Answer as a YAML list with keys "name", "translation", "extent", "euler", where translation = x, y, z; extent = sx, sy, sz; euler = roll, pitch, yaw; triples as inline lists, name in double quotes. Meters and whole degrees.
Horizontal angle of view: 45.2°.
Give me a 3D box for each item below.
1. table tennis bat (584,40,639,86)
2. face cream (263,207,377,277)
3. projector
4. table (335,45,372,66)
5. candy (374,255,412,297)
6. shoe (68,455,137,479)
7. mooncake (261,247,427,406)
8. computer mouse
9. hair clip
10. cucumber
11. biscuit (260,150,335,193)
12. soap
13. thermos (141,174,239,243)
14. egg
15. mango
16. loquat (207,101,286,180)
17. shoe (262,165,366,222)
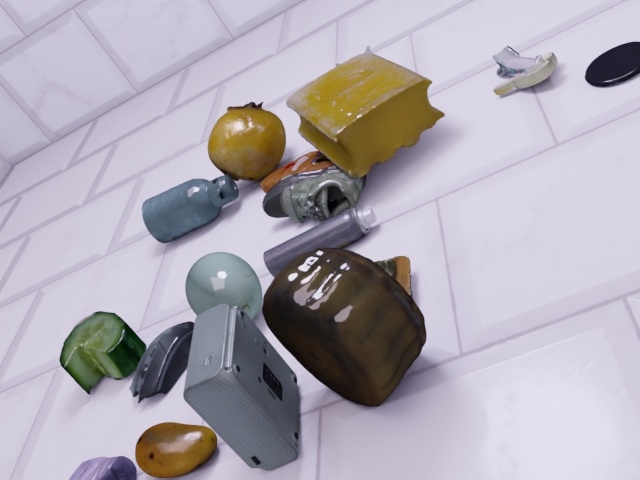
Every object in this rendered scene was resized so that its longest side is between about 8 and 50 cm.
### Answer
- name: "table tennis bat"
  translation: [0.711, -0.420, 1.733]
  extent: [0.236, 0.027, 0.150]
  euler: [-28, 31, 16]
- name: "face cream"
  translation: [0.000, 0.000, 1.805]
  extent: [0.283, 0.073, 0.073]
  euler: [-27, 31, 15]
- name: "projector"
  translation: [-0.133, 0.262, 1.392]
  extent: [0.108, 0.250, 0.198]
  euler: [-27, 30, 15]
- name: "table"
  translation: [0.128, -0.486, 2.297]
  extent: [0.166, 0.166, 0.198]
  euler: [-29, 23, 11]
- name: "candy"
  translation: [0.063, 0.103, 1.577]
  extent: [0.271, 0.101, 0.143]
  euler: [-14, 42, 22]
- name: "shoe"
  translation: [-0.484, 0.532, 1.529]
  extent: [0.137, 0.095, 0.245]
  euler: [-9, 35, 43]
- name: "mooncake"
  translation: [0.041, 0.143, 1.350]
  extent: [0.290, 0.290, 0.161]
  euler: [9, 50, 50]
- name: "computer mouse"
  translation: [-0.370, 0.274, 1.791]
  extent: [0.126, 0.071, 0.231]
  euler: [1, 47, 46]
- name: "hair clip"
  translation: [0.497, -0.422, 1.908]
  extent: [0.159, 0.071, 0.218]
  euler: [-40, 24, -2]
- name: "cucumber"
  translation: [-0.533, 0.274, 1.916]
  extent: [0.191, 0.130, 0.191]
  euler: [-20, 39, 17]
- name: "biscuit"
  translation: [-0.033, -0.201, 2.114]
  extent: [0.334, 0.047, 0.202]
  euler: [-14, 24, 40]
- name: "soap"
  translation: [0.107, -0.331, 1.963]
  extent: [0.293, 0.156, 0.335]
  euler: [-33, 34, -6]
- name: "thermos"
  translation: [-0.373, -0.111, 2.281]
  extent: [0.286, 0.145, 0.182]
  euler: [-23, 18, 17]
- name: "egg"
  translation: [-0.222, 0.116, 1.768]
  extent: [0.168, 0.168, 0.231]
  euler: [-40, 33, -7]
- name: "mango"
  translation: [-0.288, 0.411, 1.505]
  extent: [0.178, 0.090, 0.115]
  euler: [-3, 35, 31]
- name: "loquat"
  translation: [-0.216, -0.297, 2.287]
  extent: [0.244, 0.244, 0.244]
  euler: [-25, 31, 17]
- name: "shoe"
  translation: [-0.028, -0.100, 1.935]
  extent: [0.293, 0.109, 0.149]
  euler: [-18, 28, 20]
